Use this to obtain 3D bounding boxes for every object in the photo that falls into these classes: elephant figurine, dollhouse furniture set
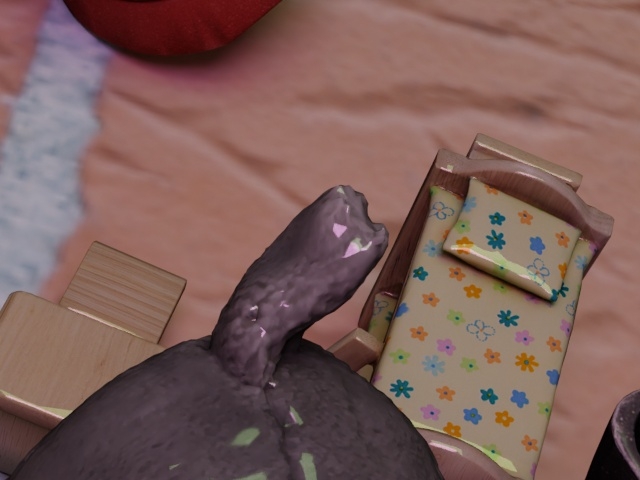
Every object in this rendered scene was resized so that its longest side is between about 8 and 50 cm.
[{"bbox_3d":[-0.007,0.153,0.371,0.169,0.186,0.239,-25,45,7],"label":"elephant figurine"},{"bbox_3d":[0.000,0.000,0.542,0.161,0.101,0.182,22,51,-1],"label":"dollhouse furniture set"}]

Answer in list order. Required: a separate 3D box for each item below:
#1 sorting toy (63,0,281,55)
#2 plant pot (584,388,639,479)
[{"bbox_3d":[-0.131,-0.231,0.630,0.127,0.126,0.365,-38,67,7],"label":"sorting toy"},{"bbox_3d":[0.165,0.135,0.454,0.187,0.167,0.188,-16,60,-27],"label":"plant pot"}]
